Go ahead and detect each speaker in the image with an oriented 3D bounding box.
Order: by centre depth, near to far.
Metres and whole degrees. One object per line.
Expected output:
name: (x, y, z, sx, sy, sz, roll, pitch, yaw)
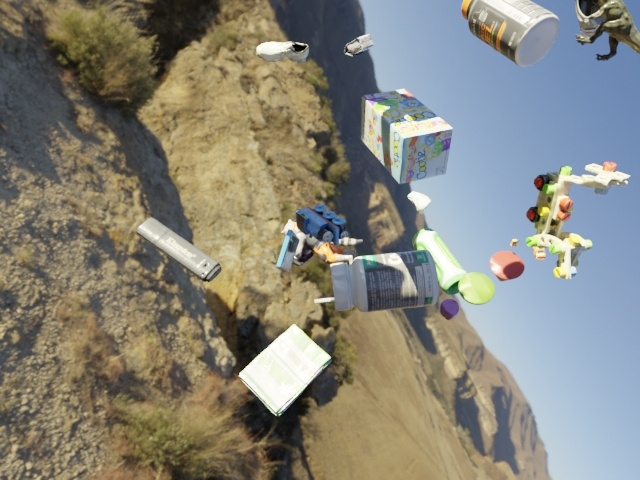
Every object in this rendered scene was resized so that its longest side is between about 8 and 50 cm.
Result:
speaker: (0.509, 0.086, 1.978, 0.131, 0.131, 0.296, 53, 8, -51)

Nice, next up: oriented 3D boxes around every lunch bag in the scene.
lunch bag: (0.133, -0.683, 1.632, 0.071, 0.083, 0.053, -36, 111, -37)

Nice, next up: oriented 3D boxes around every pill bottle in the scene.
pill bottle: (0.465, -0.554, 1.170, 0.246, 0.130, 0.130, 58, 3, 36)
pill bottle: (0.224, 0.150, 1.668, 0.204, 0.361, 0.204, -6, 90, -89)

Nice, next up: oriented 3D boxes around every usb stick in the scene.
usb stick: (-0.415, 0.025, 1.352, 0.278, 0.045, 0.077, 33, 48, 10)

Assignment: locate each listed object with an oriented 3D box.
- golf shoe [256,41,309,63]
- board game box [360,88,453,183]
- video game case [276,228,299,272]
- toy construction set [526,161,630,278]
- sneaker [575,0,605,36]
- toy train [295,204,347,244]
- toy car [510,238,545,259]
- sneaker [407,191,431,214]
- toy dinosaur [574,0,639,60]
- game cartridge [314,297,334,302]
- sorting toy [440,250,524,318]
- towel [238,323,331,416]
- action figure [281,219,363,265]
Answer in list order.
golf shoe: (-0.123, -0.636, 1.533, 0.086, 0.176, 0.069, 167, -84, -72)
board game box: (0.231, -0.299, 1.300, 0.275, 0.142, 0.144, -117, -162, -47)
video game case: (-0.099, 0.036, 1.452, 0.166, 0.015, 0.119, 62, 45, -79)
toy construction set: (0.687, -0.076, 1.285, 0.215, 0.151, 0.328, -112, -146, -59)
sneaker: (0.696, -0.668, 1.157, 0.115, 0.105, 0.281, -11, 99, -52)
toy train: (0.003, -0.047, 1.459, 0.184, 0.105, 0.080, 38, -38, 43)
toy car: (0.747, 0.030, 1.666, 0.040, 0.122, 0.060, 76, 32, -48)
sneaker: (0.430, -0.175, 2.052, 0.094, 0.080, 0.212, 35, 15, 0)
toy dinosaur: (0.699, -0.496, 1.108, 0.268, 0.118, 0.064, 48, 49, -4)
game cartridge: (0.020, 0.230, 1.776, 0.056, 0.083, 0.017, 12, 71, -47)
sorting toy: (0.595, 0.188, 1.731, 0.127, 0.365, 0.126, 50, -12, 31)
towel: (-0.067, 0.246, 0.900, 0.113, 0.152, 0.023, 40, -26, 19)
action figure: (0.000, 0.000, 1.943, 0.330, 0.179, 0.341, 23, 23, 3)
